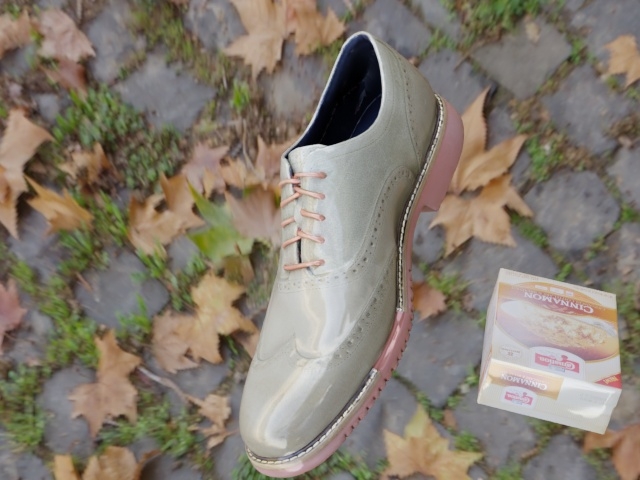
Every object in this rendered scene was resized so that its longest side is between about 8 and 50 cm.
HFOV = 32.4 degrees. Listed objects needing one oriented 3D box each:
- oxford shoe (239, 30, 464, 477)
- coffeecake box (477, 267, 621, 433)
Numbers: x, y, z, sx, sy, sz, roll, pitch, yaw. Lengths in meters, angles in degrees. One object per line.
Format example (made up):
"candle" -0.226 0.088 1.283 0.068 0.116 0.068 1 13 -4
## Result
"oxford shoe" 0.000 0.000 0.927 0.140 0.146 0.397 -9 50 37
"coffeecake box" 0.261 0.121 1.251 0.142 0.185 0.068 13 122 4
